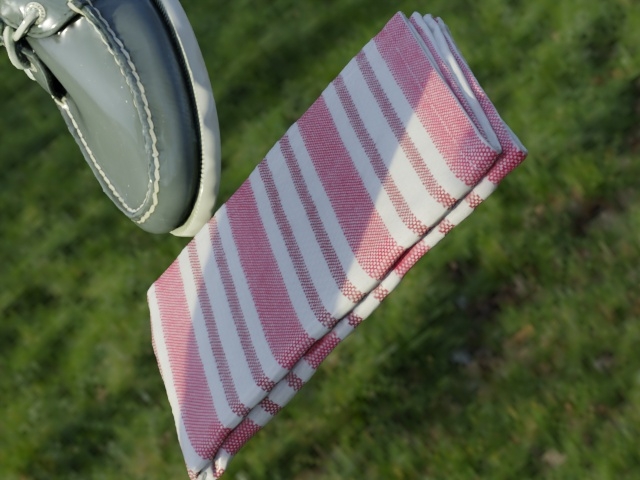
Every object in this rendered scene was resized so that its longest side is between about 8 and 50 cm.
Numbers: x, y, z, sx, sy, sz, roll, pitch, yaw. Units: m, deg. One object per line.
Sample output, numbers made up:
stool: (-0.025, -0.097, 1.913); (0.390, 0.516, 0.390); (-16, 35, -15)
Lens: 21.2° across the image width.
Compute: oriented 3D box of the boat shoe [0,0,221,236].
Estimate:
boat shoe: (-0.155, -0.127, 0.926); (0.099, 0.319, 0.116); (-11, -30, -34)

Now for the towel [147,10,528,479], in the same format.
towel: (0.000, 0.000, 0.731); (0.197, 0.029, 0.144); (-47, 28, 15)
